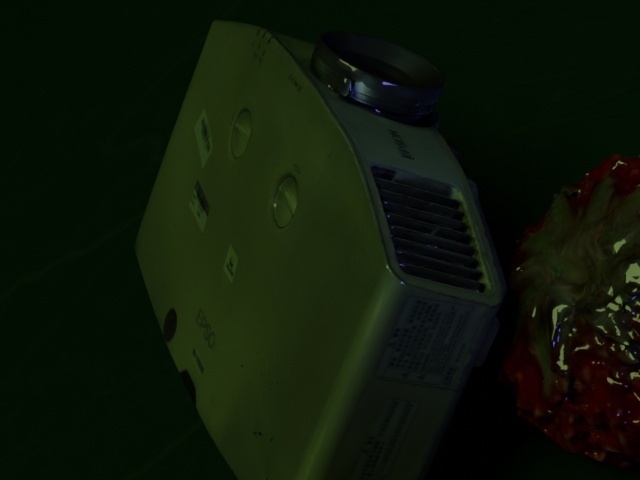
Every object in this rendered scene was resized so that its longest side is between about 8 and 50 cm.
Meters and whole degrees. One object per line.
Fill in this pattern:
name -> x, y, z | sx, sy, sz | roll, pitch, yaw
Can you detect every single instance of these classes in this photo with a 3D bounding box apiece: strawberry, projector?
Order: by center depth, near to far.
strawberry -> 0.136, 0.029, 0.816 | 0.145, 0.086, 0.145 | -26, 43, 27
projector -> 0.000, 0.000, 0.905 | 0.193, 0.088, 0.269 | -68, 28, 23
